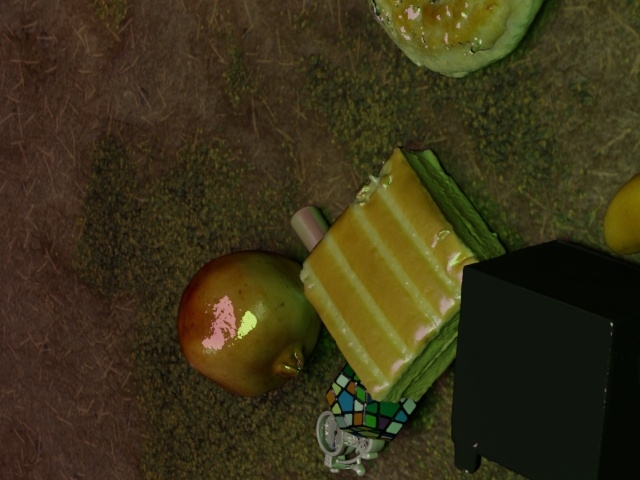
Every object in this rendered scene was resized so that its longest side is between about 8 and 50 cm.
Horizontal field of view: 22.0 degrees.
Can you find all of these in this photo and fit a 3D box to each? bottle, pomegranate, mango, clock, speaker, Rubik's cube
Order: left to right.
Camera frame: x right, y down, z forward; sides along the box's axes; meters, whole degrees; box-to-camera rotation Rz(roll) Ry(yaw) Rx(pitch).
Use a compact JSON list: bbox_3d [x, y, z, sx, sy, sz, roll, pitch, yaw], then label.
[{"bbox_3d":[-0.100,0.108,2.282,0.209,0.209,0.209,11,105,47],"label":"pomegranate"},{"bbox_3d":[0.000,0.000,2.270,0.096,0.045,0.045,56,133,23],"label":"bottle"},{"bbox_3d":[0.042,0.280,2.274,0.129,0.041,0.087,2,95,54],"label":"clock"},{"bbox_3d":[0.072,0.203,2.171,0.133,0.112,0.133,13,109,44],"label":"Rubik's cube"},{"bbox_3d":[0.291,0.157,1.860,0.232,0.184,0.254,21,115,45],"label":"speaker"},{"bbox_3d":[0.380,-0.032,1.801,0.184,0.084,0.102,-18,87,59],"label":"mango"}]

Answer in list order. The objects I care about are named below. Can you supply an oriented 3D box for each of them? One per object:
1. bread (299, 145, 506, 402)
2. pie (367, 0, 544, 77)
[{"bbox_3d":[0.106,0.038,2.078,0.239,0.111,0.246,-52,53,23],"label":"bread"},{"bbox_3d":[0.160,-0.364,1.995,0.339,0.077,0.339,11,104,47],"label":"pie"}]
